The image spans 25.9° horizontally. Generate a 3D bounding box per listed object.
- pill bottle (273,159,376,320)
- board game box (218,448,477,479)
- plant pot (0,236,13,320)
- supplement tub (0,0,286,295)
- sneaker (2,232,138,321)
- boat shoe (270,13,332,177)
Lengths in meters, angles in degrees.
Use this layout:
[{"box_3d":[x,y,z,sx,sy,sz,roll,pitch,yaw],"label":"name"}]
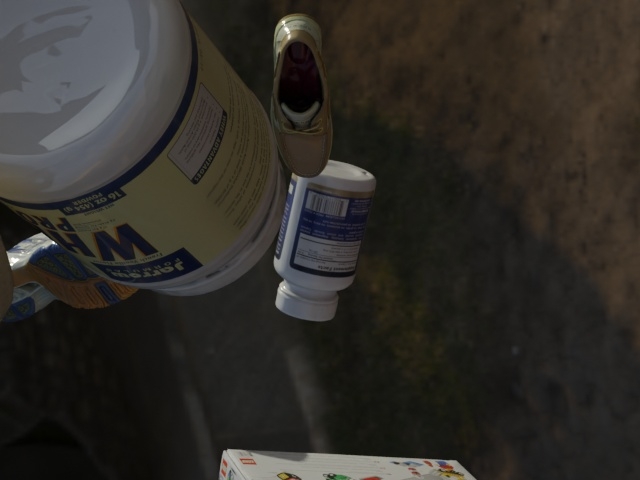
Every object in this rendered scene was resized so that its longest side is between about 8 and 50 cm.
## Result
[{"box_3d":[0.000,0.000,1.556,0.094,0.094,0.169,40,120,58],"label":"pill bottle"},{"box_3d":[0.057,0.300,1.562,0.193,0.305,0.053,-142,61,-65],"label":"board game box"},{"box_3d":[-0.415,0.054,1.040,0.334,0.305,0.333,27,139,26],"label":"plant pot"},{"box_3d":[-0.177,-0.093,1.279,0.325,0.235,0.235,49,-158,-62],"label":"supplement tub"},{"box_3d":[-0.341,0.021,1.885,0.296,0.131,0.112,-8,122,33],"label":"sneaker"},{"box_3d":[-0.017,-0.104,1.073,0.045,0.050,0.135,-88,-8,-60],"label":"boat shoe"}]
